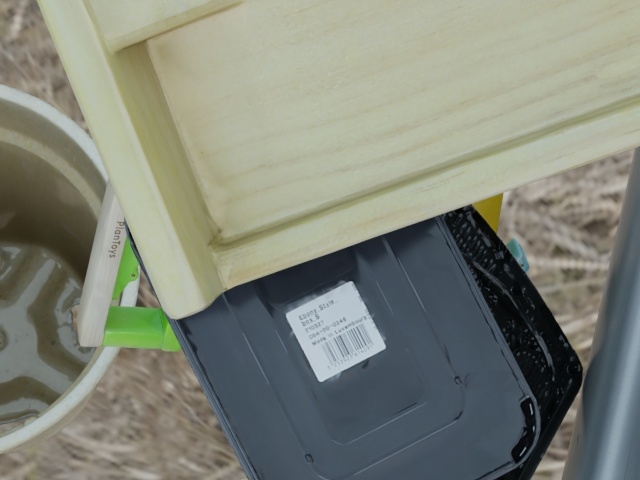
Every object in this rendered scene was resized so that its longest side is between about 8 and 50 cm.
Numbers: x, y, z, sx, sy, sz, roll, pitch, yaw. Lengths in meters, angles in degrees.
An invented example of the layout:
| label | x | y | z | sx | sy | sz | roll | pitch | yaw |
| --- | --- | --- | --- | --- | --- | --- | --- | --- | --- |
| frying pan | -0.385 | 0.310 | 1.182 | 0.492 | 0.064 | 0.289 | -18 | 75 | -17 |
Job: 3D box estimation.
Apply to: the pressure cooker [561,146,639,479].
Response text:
| label | x | y | z | sx | sy | sz | roll | pitch | yaw |
| --- | --- | --- | --- | --- | --- | --- | --- | --- | --- |
| pressure cooker | 0.348 | 0.023 | 1.068 | 0.376 | 0.370 | 0.420 | 13 | 89 | 16 |

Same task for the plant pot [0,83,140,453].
| label | x | y | z | sx | sy | sz | roll | pitch | yaw |
| --- | --- | --- | --- | --- | --- | --- | --- | --- | --- |
| plant pot | -0.316 | 0.060 | 1.638 | 0.334 | 0.305 | 0.333 | 0 | 75 | 0 |

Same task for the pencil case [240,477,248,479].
| label | x | y | z | sx | sy | sz | roll | pitch | yaw |
| --- | --- | --- | --- | --- | --- | --- | --- | --- | --- |
| pencil case | -0.108 | 0.251 | 1.087 | 0.273 | 0.124 | 0.113 | -31 | 54 | -31 |

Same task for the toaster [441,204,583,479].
| label | x | y | z | sx | sy | sz | roll | pitch | yaw |
| --- | --- | --- | --- | --- | --- | --- | --- | --- | --- |
| toaster | 0.057 | 0.071 | 1.060 | 0.168 | 0.110 | 0.185 | 53 | 49 | -22 |

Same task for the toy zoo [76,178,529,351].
| label | x | y | z | sx | sy | sz | roll | pitch | yaw |
| --- | --- | --- | --- | --- | --- | --- | --- | --- | --- |
| toy zoo | 0.000 | 0.000 | 1.192 | 0.293 | 0.192 | 0.030 | 3 | 40 | -18 |

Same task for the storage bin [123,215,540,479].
| label | x | y | z | sx | sy | sz | roll | pitch | yaw |
| --- | --- | --- | --- | --- | --- | --- | --- | --- | --- |
| storage bin | 0.002 | 0.036 | 0.792 | 0.122 | 0.084 | 0.180 | -27 | 88 | -6 |

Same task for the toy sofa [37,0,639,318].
| label | x | y | z | sx | sy | sz | roll | pitch | yaw |
| --- | --- | --- | --- | --- | --- | --- | --- | --- | --- |
| toy sofa | 0.093 | -0.110 | 0.655 | 0.363 | 0.177 | 0.150 | -19 | 99 | 13 |
